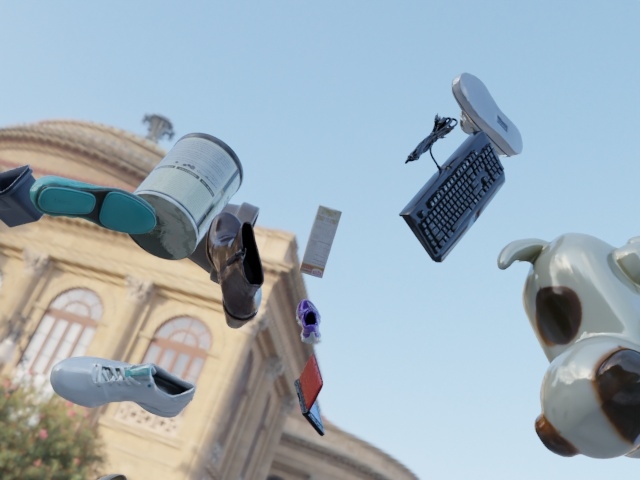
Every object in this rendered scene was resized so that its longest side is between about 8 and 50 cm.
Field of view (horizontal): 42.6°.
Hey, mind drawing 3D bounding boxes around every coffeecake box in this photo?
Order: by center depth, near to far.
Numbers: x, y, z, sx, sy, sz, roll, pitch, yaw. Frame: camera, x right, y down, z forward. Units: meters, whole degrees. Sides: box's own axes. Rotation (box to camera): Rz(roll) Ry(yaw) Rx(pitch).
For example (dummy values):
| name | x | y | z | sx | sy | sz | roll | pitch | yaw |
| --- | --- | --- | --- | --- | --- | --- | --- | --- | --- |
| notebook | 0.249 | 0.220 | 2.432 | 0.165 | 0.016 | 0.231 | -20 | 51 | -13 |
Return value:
| name | x | y | z | sx | sy | sz | roll | pitch | yaw |
| --- | --- | --- | --- | --- | --- | --- | --- | --- | --- |
| coffeecake box | 0.000 | 0.000 | 2.223 | 0.068 | 0.185 | 0.142 | 17 | 4 | -2 |

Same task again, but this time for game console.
| name | x | y | z | sx | sy | sz | roll | pitch | yaw |
| --- | --- | --- | --- | --- | --- | --- | --- | --- | --- |
| game console | -0.007 | 0.359 | 1.910 | 0.085 | 0.144 | 0.124 | -34 | -66 | 5 |

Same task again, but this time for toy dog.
| name | x | y | z | sx | sy | sz | roll | pitch | yaw |
| --- | --- | --- | --- | --- | --- | --- | --- | --- | --- |
| toy dog | 0.477 | 0.172 | 1.348 | 0.395 | 0.407 | 0.284 | 36 | -52 | -14 |

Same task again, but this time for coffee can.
| name | x | y | z | sx | sy | sz | roll | pitch | yaw |
| --- | --- | --- | --- | --- | --- | --- | --- | --- | --- |
| coffee can | -0.337 | -0.113 | 2.036 | 0.202 | 0.275 | 0.201 | 13 | -48 | 15 |

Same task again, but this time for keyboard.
| name | x | y | z | sx | sy | sz | roll | pitch | yaw |
| --- | --- | --- | --- | --- | --- | --- | --- | --- | --- |
| keyboard | 0.240 | -0.119 | 1.530 | 0.033 | 0.317 | 0.201 | -24 | -73 | 48 |

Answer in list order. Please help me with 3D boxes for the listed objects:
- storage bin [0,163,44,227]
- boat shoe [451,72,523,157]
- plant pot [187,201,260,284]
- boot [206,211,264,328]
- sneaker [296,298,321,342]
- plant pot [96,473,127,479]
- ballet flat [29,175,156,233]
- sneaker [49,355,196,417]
| name | x | y | z | sx | sy | sz | roll | pitch | yaw |
| --- | --- | --- | --- | --- | --- | --- | --- | --- | --- |
| storage bin | -0.586 | -0.075 | 1.574 | 0.135 | 0.098 | 0.091 | -10 | -52 | 39 |
| boat shoe | 0.359 | -0.275 | 1.858 | 0.088 | 0.096 | 0.267 | -13 | -34 | 40 |
| plant pot | -0.334 | -0.019 | 2.450 | 0.229 | 0.263 | 0.263 | 22 | -28 | -2 |
| boot | -0.141 | 0.017 | 1.456 | 0.090 | 0.248 | 0.207 | -1 | -29 | -18 |
| sneaker | -0.026 | 0.206 | 2.226 | 0.068 | 0.170 | 0.071 | -3 | -61 | -9 |
| plant pot | -0.498 | 0.592 | 1.739 | 0.032 | 0.236 | 0.236 | 28 | -26 | 15 |
| ballet flat | -0.426 | -0.074 | 1.538 | 0.247 | 0.083 | 0.087 | 14 | 16 | -40 |
| sneaker | -0.286 | 0.205 | 1.217 | 0.212 | 0.080 | 0.094 | 16 | -34 | -26 |
